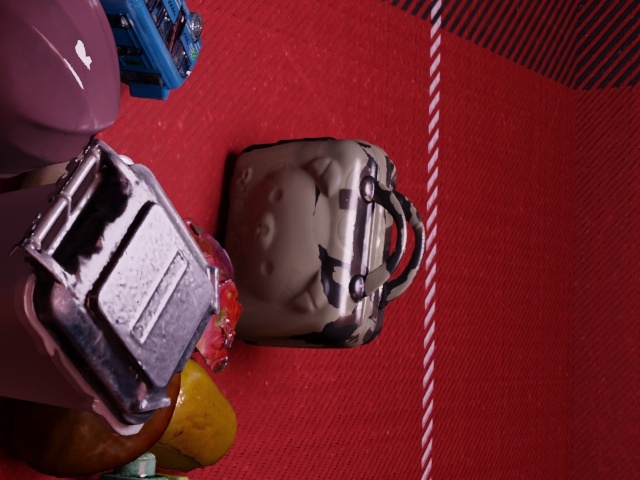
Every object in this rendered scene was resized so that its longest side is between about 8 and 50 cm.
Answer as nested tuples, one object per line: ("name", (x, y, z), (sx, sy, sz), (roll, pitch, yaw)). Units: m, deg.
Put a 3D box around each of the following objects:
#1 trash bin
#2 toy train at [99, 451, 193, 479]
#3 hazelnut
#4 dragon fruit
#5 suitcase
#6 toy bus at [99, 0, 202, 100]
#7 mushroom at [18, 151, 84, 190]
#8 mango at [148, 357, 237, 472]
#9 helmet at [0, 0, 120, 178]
("trash bin", (-0.343, 0.050, 1.455), (0.296, 0.367, 0.256), (60, 42, -38))
("toy train", (-0.253, 0.499, 1.772), (0.253, 0.160, 0.397), (17, 76, -62))
("hazelnut", (-0.301, 0.202, 1.643), (0.251, 0.217, 0.217), (-48, 131, -14))
("dragon fruit", (-0.176, 0.086, 1.861), (0.126, 0.161, 0.274), (-30, 123, -3))
("suitcase", (0.000, 0.000, 1.992), (0.194, 0.339, 0.351), (20, 73, -55))
("toy bus", (-0.258, -0.317, 1.765), (0.246, 0.113, 0.134), (70, 31, -61))
("mushroom", (-0.308, -0.035, 1.676), (0.206, 0.209, 0.206), (51, 23, -32))
("mango", (-0.214, 0.263, 1.856), (0.262, 0.130, 0.167), (48, 51, -51))
("helmet", (-0.363, -0.246, 1.529), (0.271, 0.197, 0.338), (-70, 151, -64))
